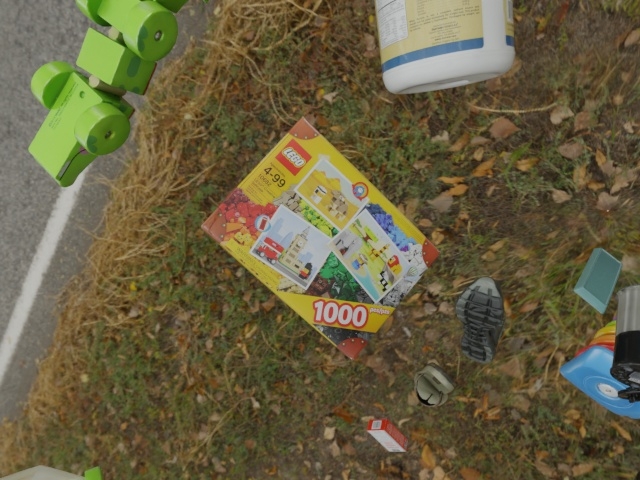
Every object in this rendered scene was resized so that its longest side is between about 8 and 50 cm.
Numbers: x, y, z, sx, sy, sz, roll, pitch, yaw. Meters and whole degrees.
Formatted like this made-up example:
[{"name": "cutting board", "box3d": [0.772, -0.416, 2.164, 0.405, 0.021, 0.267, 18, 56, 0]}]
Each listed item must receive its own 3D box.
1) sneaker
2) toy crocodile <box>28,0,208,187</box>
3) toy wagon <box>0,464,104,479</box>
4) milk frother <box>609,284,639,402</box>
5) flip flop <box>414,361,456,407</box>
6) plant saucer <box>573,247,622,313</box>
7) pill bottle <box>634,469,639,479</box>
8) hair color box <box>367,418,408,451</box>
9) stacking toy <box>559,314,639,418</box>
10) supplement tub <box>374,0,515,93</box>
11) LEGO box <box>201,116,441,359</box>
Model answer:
[{"name": "sneaker", "box3d": [0.364, 0.163, 0.971, 0.101, 0.106, 0.268, 19, 141, 29]}, {"name": "toy crocodile", "box3d": [-0.265, -0.220, 0.557, 0.115, 0.105, 0.341, 38, 103, 11]}, {"name": "toy wagon", "box3d": [-0.362, 0.390, 0.446, 0.344, 0.267, 0.068, 32, 127, 56]}, {"name": "milk frother", "box3d": [0.498, 0.167, 0.662, 0.129, 0.135, 0.143, 25, 151, 5]}, {"name": "flip flop", "box3d": [0.303, 0.413, 1.190, 0.112, 0.277, 0.080, 35, 70, 19]}, {"name": "plant saucer", "box3d": [0.574, 0.074, 0.882, 0.067, 0.192, 0.018, 43, 136, 15]}, {"name": "pill bottle", "box3d": [0.275, 0.261, 0.273, 0.122, 0.219, 0.123, 12, 122, 20]}, {"name": "hair color box", "box3d": [0.225, 0.651, 1.442, 0.071, 0.043, 0.141, -20, 121, 36]}, {"name": "stacking toy", "box3d": [0.696, 0.224, 0.966, 0.165, 0.302, 0.175, 36, 151, 20]}, {"name": "supplement tub", "box3d": [0.130, -0.274, 0.471, 0.144, 0.144, 0.200, 0, 105, 34]}, {"name": "LEGO box", "box3d": [0.000, 0.000, 1.149, 0.500, 0.193, 0.372, 42, 81, -9]}]
